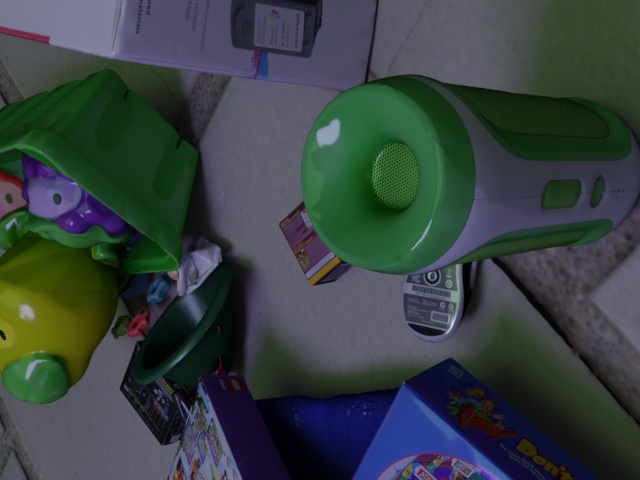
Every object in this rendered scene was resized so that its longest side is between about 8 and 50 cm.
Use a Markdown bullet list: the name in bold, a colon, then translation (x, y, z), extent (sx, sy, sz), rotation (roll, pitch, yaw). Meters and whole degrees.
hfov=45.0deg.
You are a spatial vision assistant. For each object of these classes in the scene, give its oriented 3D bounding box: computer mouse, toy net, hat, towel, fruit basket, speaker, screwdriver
- **computer mouse**: translation (0.119, 0.001, 0.744), extent (0.106, 0.042, 0.193), rotation (10, 96, 37)
- **toy net**: translation (-0.218, 0.057, 1.020), extent (0.232, 0.045, 0.122), rotation (-21, 45, 44)
- **hat**: translation (-0.119, 0.162, 0.986), extent (0.208, 0.183, 0.173), rotation (-46, 21, 9)
- **towel**: translation (0.054, 0.264, 0.816), extent (0.308, 0.076, 0.228), rotation (-16, 91, 42)
- **fruit basket**: translation (-0.360, 0.003, 0.991), extent (0.392, 0.283, 0.392), rotation (-26, 39, 24)
- **speaker**: translation (0.126, -0.048, 0.556), extent (0.131, 0.296, 0.131), rotation (5, 98, 42)
- **screwdriver**: translation (-0.152, 0.272, 1.012), extent (0.024, 0.025, 0.170), rotation (-26, 89, -2)

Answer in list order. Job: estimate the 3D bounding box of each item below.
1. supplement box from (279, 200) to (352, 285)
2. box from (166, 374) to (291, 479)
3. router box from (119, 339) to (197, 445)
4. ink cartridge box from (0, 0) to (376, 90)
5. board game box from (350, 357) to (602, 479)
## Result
- **supplement box**: translation (0.000, 0.000, 0.850), extent (0.055, 0.043, 0.083), rotation (-41, 68, 38)
- **box**: translation (-0.085, 0.309, 0.792), extent (0.293, 0.057, 0.201), rotation (55, 131, 49)
- **router box**: translation (-0.226, 0.211, 1.085), extent (0.122, 0.038, 0.092), rotation (42, 121, 31)
- **ink cartridge box**: translation (-0.126, -0.234, 0.762), extent (0.226, 0.306, 0.131), rotation (19, 107, 40)
- **board game box**: translation (0.110, 0.311, 0.672), extent (0.233, 0.078, 0.347), rotation (39, 122, 28)
